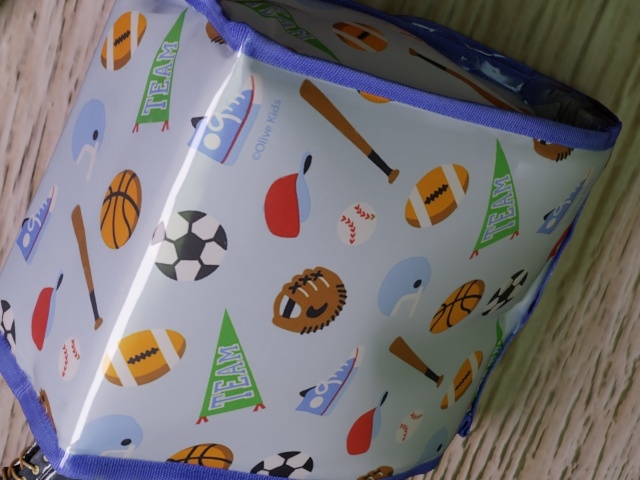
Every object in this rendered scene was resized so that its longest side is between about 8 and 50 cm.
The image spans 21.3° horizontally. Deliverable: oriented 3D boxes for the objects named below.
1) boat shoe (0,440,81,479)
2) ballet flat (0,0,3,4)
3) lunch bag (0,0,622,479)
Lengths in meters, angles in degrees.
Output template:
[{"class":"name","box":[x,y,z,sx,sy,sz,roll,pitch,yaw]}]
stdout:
[{"class":"boat shoe","box":[-0.235,0.194,1.382,0.183,0.065,0.083,-6,113,-9]},{"class":"ballet flat","box":[-0.297,-0.131,1.224,0.073,0.067,0.206,32,108,-16]},{"class":"lunch bag","box":[0.000,0.000,1.209,0.385,0.239,0.328,12,113,-34]}]
